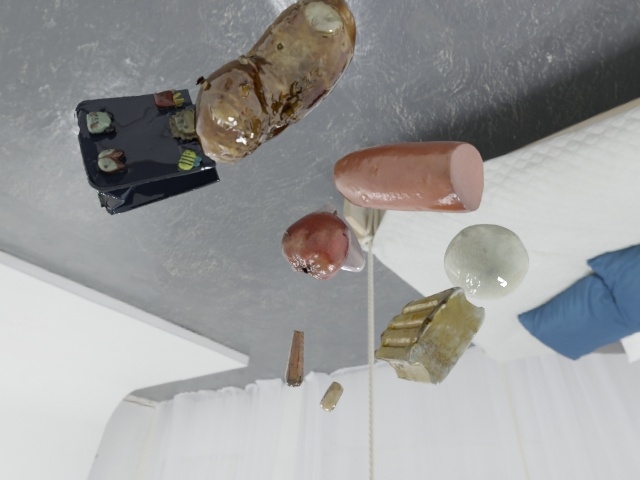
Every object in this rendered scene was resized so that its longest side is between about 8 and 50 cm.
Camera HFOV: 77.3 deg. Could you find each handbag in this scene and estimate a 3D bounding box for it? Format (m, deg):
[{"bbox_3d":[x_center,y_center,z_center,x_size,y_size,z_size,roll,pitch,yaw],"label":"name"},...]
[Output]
[{"bbox_3d":[-0.449,-0.255,1.059,0.330,0.303,0.121,-19,156,-14],"label":"handbag"}]

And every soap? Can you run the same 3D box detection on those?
[{"bbox_3d":[0.187,0.182,0.758,0.080,0.160,0.257,41,164,5],"label":"soap"}]

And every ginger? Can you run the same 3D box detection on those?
[{"bbox_3d":[-0.088,-0.306,0.770,0.418,0.254,0.176,-42,102,6],"label":"ginger"}]

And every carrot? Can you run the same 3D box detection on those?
[{"bbox_3d":[-0.071,0.348,1.180,0.055,0.161,0.055,6,165,2],"label":"carrot"}]

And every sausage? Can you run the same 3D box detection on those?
[{"bbox_3d":[0.123,-0.102,0.646,0.259,0.113,0.114,11,159,49],"label":"sausage"}]

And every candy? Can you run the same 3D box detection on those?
[{"bbox_3d":[0.560,0.080,1.359,0.296,0.185,0.295,4,113,8],"label":"candy"}]

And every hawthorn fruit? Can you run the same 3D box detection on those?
[{"bbox_3d":[0.000,0.000,1.085,0.185,0.202,0.185,28,159,12],"label":"hawthorn fruit"}]

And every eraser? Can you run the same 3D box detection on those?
[{"bbox_3d":[0.044,-0.002,1.227,0.243,0.204,0.059,43,145,17],"label":"eraser"}]

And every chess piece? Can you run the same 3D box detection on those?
[{"bbox_3d":[0.031,0.436,1.118,0.038,0.083,0.083,30,144,6],"label":"chess piece"}]
